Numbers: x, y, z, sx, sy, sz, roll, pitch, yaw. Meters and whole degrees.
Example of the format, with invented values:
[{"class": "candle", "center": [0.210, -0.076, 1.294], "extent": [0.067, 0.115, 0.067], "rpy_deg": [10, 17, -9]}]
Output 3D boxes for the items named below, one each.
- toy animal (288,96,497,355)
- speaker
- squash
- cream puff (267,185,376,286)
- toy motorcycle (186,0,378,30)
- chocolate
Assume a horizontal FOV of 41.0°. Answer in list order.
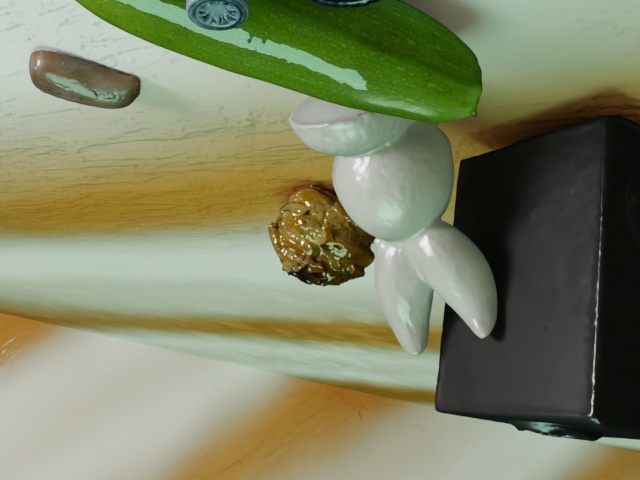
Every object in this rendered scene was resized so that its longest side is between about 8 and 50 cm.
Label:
[{"class": "toy animal", "center": [0.072, -0.027, 0.690], "extent": [0.103, 0.131, 0.221], "rpy_deg": [-16, 114, 26]}, {"class": "speaker", "center": [0.254, 0.054, 0.720], "extent": [0.253, 0.232, 0.184], "rpy_deg": [15, 165, -31]}, {"class": "squash", "center": [-0.030, -0.142, 0.548], "extent": [0.292, 0.082, 0.082], "rpy_deg": [16, 163, -17]}, {"class": "cream puff", "center": [0.000, 0.000, 0.973], "extent": [0.119, 0.104, 0.133], "rpy_deg": [16, 165, -37]}, {"class": "toy motorcycle", "center": [-0.047, -0.182, 0.427], "extent": [0.254, 0.092, 0.135], "rpy_deg": [9, 156, -23]}, {"class": "chocolate", "center": [-0.216, -0.138, 0.778], "extent": [0.100, 0.031, 0.064], "rpy_deg": [15, 168, -17]}]
